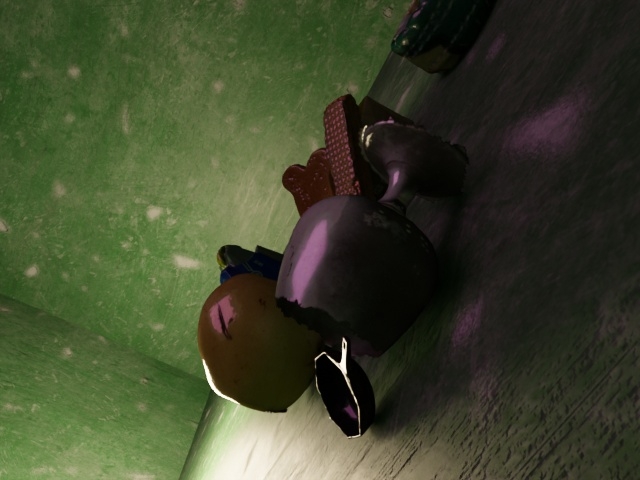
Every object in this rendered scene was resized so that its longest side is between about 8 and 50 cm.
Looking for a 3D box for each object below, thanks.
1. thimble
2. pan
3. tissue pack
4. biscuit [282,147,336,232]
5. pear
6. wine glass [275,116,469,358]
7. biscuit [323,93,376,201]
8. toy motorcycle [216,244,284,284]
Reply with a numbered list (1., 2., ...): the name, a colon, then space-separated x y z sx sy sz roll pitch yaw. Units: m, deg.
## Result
1. thimble: 0.303 -0.569 1.252 0.254 0.167 0.288 -56 13 40
2. pan: 0.050 0.207 0.703 0.048 0.128 0.202 -20 -16 -24
3. tissue pack: 0.109 -0.197 1.305 0.274 0.167 0.200 -55 14 41
4. biscuit: 0.008 -0.048 1.249 0.047 0.339 0.216 -16 -3 -44
5. pear: -0.134 0.228 1.131 0.309 0.309 0.309 -61 9 17
6. wine glass: 0.079 0.000 0.746 0.323 0.238 0.238 -58 6 -19
7. biscuit: 0.071 -0.141 1.122 0.094 0.054 0.378 -20 77 53
8. toy motorcycle: -0.155 0.137 1.390 0.191 0.326 0.200 -57 13 41
